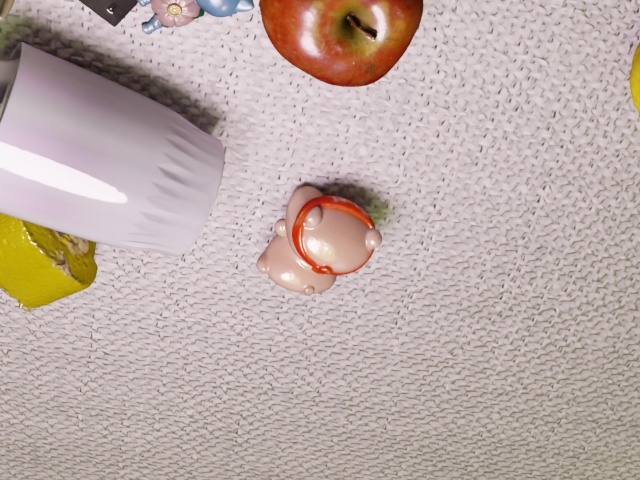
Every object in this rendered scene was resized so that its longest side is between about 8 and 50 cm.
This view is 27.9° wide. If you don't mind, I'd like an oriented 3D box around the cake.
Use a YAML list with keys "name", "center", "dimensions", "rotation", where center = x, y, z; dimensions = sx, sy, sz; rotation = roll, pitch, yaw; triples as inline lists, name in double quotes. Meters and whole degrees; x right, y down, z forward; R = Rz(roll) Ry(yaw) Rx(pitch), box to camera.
- name: "cake"
  center: [-0.484, -0.002, 2.157]
  dimensions: [0.156, 0.179, 0.260]
  rotation: [-18, 131, 21]

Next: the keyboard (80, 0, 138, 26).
- name: "keyboard"
  center: [-0.233, -0.427, 1.824]
  dimensions: [0.106, 0.027, 0.317]
  rotation: [35, 127, -25]

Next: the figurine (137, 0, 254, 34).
- name: "figurine"
  center: [-0.173, -0.358, 1.833]
  dimensions: [0.178, 0.144, 0.114]
  rotation: [-19, 97, 15]

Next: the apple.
- name: "apple"
  center: [0.026, -0.333, 1.785]
  dimensions: [0.230, 0.230, 0.230]
  rotation: [1, 136, 1]

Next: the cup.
- name: "cup"
  center: [-0.355, -0.124, 1.977]
  dimensions: [0.371, 0.253, 0.253]
  rotation: [22, 132, -21]

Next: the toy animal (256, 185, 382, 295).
- name: "toy animal"
  center: [0.000, 0.000, 2.166]
  dimensions: [0.171, 0.171, 0.197]
  rotation: [25, 139, -21]

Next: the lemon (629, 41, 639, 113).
- name: "lemon"
  center: [0.543, -0.233, 1.890]
  dimensions: [0.180, 0.180, 0.193]
  rotation: [-31, 149, 29]

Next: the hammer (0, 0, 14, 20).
- name: "hammer"
  center: [-0.432, -0.402, 1.841]
  dimensions: [0.028, 0.060, 0.195]
  rotation: [19, 129, -16]
